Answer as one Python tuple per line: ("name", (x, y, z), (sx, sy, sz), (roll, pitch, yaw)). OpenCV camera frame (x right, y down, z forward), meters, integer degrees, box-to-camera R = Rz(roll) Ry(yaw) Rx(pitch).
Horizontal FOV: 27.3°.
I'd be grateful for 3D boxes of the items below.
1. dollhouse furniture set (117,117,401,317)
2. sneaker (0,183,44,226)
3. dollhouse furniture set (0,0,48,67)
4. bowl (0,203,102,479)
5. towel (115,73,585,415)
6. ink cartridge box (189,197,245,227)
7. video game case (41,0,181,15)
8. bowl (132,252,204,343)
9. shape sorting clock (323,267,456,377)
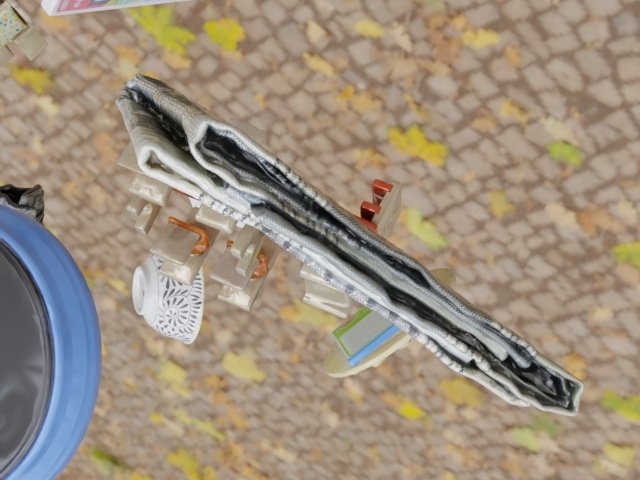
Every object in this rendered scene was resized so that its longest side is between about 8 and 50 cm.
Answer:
("dollhouse furniture set", (-0.061, -0.034, 1.360), (0.259, 0.135, 0.262), (22, 158, 13))
("sneaker", (-0.523, -0.016, 2.407), (0.130, 0.087, 0.227), (-34, 111, 24))
("dollhouse furniture set", (-0.489, -0.259, 1.900), (0.101, 0.182, 0.161), (42, 173, 27))
("bowl", (-0.454, 0.143, 1.631), (0.391, 0.391, 0.077), (16, -174, 24))
("towel", (0.000, 0.000, 0.909), (0.312, 0.056, 0.324), (36, 180, -18))
("ink cartridge box", (-0.138, -0.094, 1.927), (0.090, 0.092, 0.143), (-35, 150, 20))
("video game case", (-0.213, -0.386, 1.727), (0.025, 0.285, 0.204), (52, 130, 17))
("bowl", (-0.241, 0.076, 2.021), (0.080, 0.170, 0.170), (0, 155, -24))
("shape sorting clock", (0.089, 0.106, 1.684), (0.206, 0.206, 0.040), (-19, 115, 50))
